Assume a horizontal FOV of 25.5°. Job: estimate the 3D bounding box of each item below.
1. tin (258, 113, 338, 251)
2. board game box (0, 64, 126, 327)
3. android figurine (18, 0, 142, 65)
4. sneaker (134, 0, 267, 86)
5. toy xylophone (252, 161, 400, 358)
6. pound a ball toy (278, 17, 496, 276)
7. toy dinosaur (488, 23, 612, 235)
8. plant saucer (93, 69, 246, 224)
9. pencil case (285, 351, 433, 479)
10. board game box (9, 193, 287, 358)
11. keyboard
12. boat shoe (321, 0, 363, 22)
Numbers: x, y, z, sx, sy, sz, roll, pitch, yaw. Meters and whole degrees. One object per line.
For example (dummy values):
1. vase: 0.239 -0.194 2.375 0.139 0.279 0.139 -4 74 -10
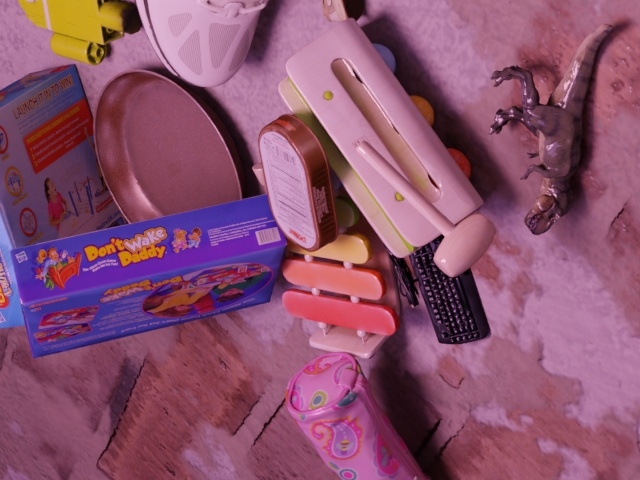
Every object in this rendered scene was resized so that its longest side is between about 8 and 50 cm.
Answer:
1. tin: -0.029 -0.069 1.768 0.106 0.040 0.190 36 146 44
2. board game box: -0.424 -0.071 2.104 0.086 0.308 0.302 -8 109 23
3. android figurine: -0.371 -0.381 2.057 0.273 0.056 0.248 20 127 34
4. sneaker: -0.099 -0.334 1.662 0.257 0.169 0.447 50 145 42
5. toy xylophone: 0.000 0.000 1.901 0.236 0.081 0.323 -1 113 46
6. pound a ball toy: 0.096 -0.111 1.667 0.319 0.135 0.208 54 171 2
7. toy dinosaur: 0.248 -0.140 1.581 0.118 0.064 0.268 25 128 24
8. plant saucer: -0.213 -0.109 2.072 0.310 0.050 0.311 24 129 33
9. pencil case: 0.063 0.283 1.929 0.124 0.124 0.284 1 133 45
10. board game box: -0.232 0.051 1.910 0.233 0.347 0.078 110 145 -67
11. keyboard: 0.140 0.051 1.802 0.100 0.038 0.192 -14 104 26
12. boat shoe: 0.010 -0.334 1.700 0.048 0.056 0.153 7 126 38
